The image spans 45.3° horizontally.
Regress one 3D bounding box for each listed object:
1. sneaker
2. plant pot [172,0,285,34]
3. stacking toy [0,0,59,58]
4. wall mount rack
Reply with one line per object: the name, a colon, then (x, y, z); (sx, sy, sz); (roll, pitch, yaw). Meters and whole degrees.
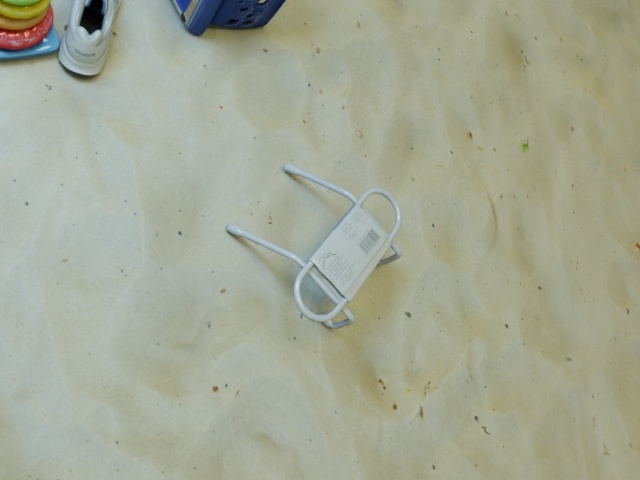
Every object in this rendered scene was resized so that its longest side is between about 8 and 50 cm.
sneaker: (-0.424, -0.463, 1.460); (0.111, 0.129, 0.296); (8, 68, -26)
plant pot: (-0.203, -0.575, 1.576); (0.212, 0.236, 0.235); (-25, 87, -29)
stacking toy: (-0.515, -0.449, 1.295); (0.166, 0.302, 0.175); (-16, 82, -34)
wall mount rack: (0.000, 0.000, 1.554); (0.304, 0.130, 0.350); (48, 56, -12)
